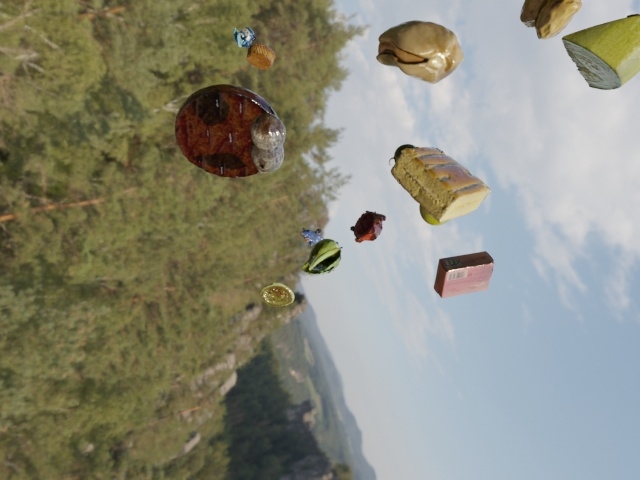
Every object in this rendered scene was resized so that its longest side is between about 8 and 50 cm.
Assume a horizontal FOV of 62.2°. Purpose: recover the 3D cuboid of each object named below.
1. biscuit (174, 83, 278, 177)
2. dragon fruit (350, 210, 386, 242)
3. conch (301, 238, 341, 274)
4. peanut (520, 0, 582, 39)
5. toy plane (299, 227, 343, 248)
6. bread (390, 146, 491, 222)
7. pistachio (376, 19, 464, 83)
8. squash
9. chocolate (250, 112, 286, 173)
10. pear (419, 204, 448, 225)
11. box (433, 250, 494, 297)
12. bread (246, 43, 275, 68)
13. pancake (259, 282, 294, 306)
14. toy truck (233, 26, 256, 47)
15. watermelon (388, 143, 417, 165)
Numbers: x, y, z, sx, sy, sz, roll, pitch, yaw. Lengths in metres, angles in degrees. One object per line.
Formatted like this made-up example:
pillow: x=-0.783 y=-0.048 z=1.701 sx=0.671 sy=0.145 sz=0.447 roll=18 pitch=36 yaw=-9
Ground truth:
biscuit: x=-0.346 y=-0.411 z=2.015 sx=0.408 sy=0.406 sz=0.091 roll=77 pitch=7 yaw=-48
dragon fruit: x=0.165 y=-0.038 z=1.737 sx=0.068 sy=0.126 sz=0.112 roll=29 pitch=32 yaw=-29
conch: x=0.016 y=0.048 z=1.605 sx=0.201 sy=0.094 sz=0.080 roll=-63 pitch=167 yaw=-53
peanut: x=0.630 y=-0.650 z=1.429 sx=0.233 sy=0.110 sz=0.197 roll=-100 pitch=-149 yaw=-44
toy plane: x=0.000 y=0.000 z=1.882 sx=0.054 sy=0.167 sz=0.062 roll=-41 pitch=-141 yaw=52
bread: x=0.367 y=-0.183 z=1.621 sx=0.239 sy=0.246 sz=0.111 roll=49 pitch=-52 yaw=24
pistachio: x=0.480 y=-0.922 z=2.592 sx=0.445 sy=0.365 sz=0.282 roll=21 pitch=-55 yaw=27
squash: x=0.794 y=-0.505 z=1.402 sx=0.236 sy=0.155 sz=0.204 roll=26 pitch=15 yaw=-40
chocolate: x=-0.157 y=-0.287 z=1.583 sx=0.248 sy=0.110 sz=0.110 roll=114 pitch=-41 yaw=-67
pear: x=0.557 y=-0.176 z=2.602 sx=0.216 sy=0.180 sz=0.166 roll=41 pitch=-9 yaw=-15
box: x=0.403 y=0.096 z=1.490 sx=0.060 sy=0.156 sz=0.112 roll=-108 pitch=-167 yaw=-50
bread: x=-0.180 y=-0.566 z=1.618 sx=0.085 sy=0.084 sz=0.053 roll=86 pitch=15 yaw=-74
pancake: x=-0.133 y=0.167 z=1.615 sx=0.017 sy=0.107 sz=0.108 roll=-83 pitch=163 yaw=-51
toy truck: x=-0.295 y=-0.768 z=2.000 sx=0.056 sy=0.073 sz=0.090 roll=50 pitch=31 yaw=12
watermelon: x=0.311 y=-0.305 z=1.930 sx=0.109 sy=0.108 sz=0.109 roll=162 pitch=-90 yaw=-86
